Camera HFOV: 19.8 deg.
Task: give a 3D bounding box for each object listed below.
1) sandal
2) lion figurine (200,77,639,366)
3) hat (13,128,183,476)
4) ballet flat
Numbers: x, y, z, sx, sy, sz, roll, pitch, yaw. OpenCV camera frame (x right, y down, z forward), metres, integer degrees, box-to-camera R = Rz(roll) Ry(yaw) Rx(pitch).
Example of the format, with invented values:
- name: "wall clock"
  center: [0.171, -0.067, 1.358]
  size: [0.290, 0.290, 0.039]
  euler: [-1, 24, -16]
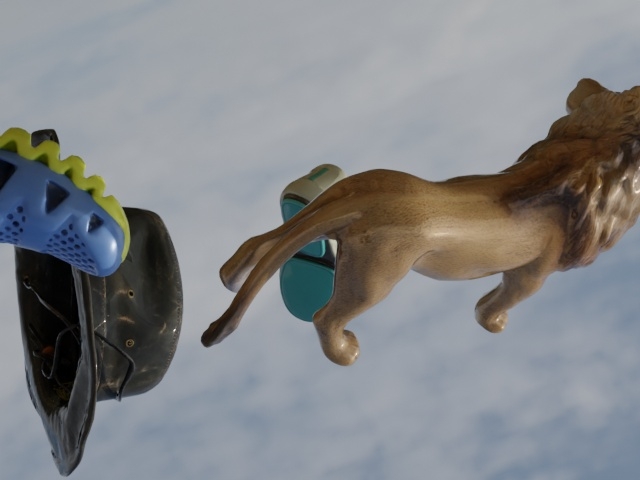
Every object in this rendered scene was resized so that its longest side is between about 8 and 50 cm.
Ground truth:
- name: "sandal"
  center: [-0.304, -0.036, 1.435]
  size: [0.126, 0.317, 0.138]
  euler: [115, -3, -65]
- name: "lion figurine"
  center: [0.105, -0.012, 1.477]
  size: [0.392, 0.142, 0.240]
  euler: [-17, 159, -36]
- name: "hat"
  center: [-0.206, 0.055, 1.761]
  size: [0.134, 0.331, 0.331]
  euler: [-5, -169, -19]
- name: "ballet flat"
  center: [0.000, 0.000, 2.077]
  size: [0.086, 0.248, 0.086]
  euler: [1, -124, -2]
